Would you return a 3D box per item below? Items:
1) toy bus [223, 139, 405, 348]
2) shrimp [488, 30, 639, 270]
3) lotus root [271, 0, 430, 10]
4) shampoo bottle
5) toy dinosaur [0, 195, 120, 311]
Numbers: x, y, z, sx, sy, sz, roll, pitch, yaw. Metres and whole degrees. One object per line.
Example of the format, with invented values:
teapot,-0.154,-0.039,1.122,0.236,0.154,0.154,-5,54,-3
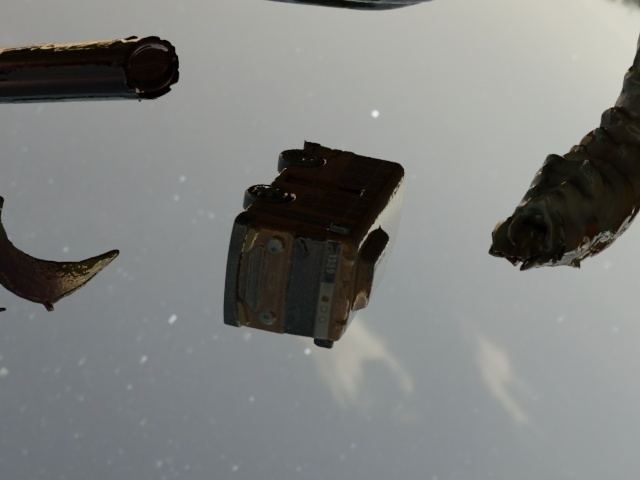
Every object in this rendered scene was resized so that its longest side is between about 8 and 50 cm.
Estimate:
toy bus,0.000,0.000,0.891,0.103,0.091,0.182,13,-156,11
shrimp,0.236,-0.099,0.927,0.068,0.287,0.185,31,-171,28
lotus root,-0.030,-0.216,0.743,0.322,0.140,0.158,0,-172,-25
shampoo bottle,-0.353,-0.224,1.639,0.323,0.084,0.129,2,-164,28
toy dinosaur,-0.476,0.010,1.824,0.113,0.327,0.206,-62,-44,-61
